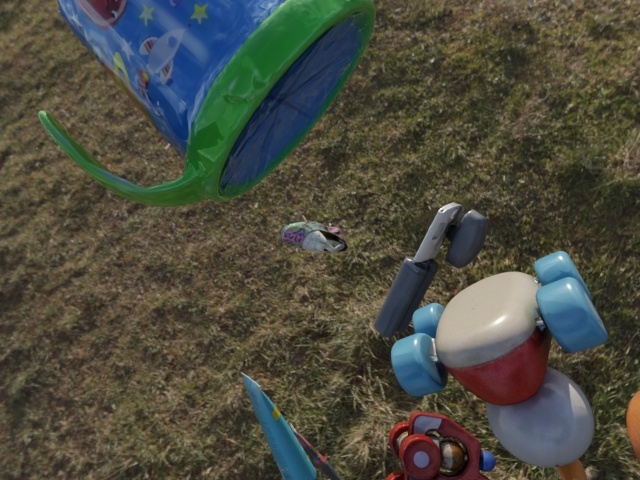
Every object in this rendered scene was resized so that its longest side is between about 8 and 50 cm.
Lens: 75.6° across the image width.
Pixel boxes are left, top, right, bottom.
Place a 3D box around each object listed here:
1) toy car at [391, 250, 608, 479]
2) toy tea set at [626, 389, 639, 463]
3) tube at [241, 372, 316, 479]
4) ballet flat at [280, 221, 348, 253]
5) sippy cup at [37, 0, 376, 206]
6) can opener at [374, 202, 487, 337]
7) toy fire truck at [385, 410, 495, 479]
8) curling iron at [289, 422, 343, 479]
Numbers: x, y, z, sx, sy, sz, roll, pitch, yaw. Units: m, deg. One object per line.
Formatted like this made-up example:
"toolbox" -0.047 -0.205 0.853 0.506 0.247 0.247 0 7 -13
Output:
"toy car" 0.252 0.174 0.509 0.219 0.210 0.237 -30 89 29
"toy tea set" 0.299 0.150 0.157 0.337 0.124 0.199 16 51 -1
"tube" -0.072 0.312 0.673 0.052 0.206 0.080 -32 14 -32
"ballet flat" 0.000 0.000 1.033 0.079 0.222 0.076 45 113 31
"sippy cup" -0.105 -0.195 0.395 0.240 0.224 0.305 -47 1 40
"can opener" 0.188 0.067 0.717 0.095 0.076 0.283 40 123 35
"toy fire truck" 0.304 0.598 1.036 0.254 0.169 0.301 9 78 0
"curling iron" -0.007 0.583 1.106 0.035 0.274 0.068 -45 14 -17
